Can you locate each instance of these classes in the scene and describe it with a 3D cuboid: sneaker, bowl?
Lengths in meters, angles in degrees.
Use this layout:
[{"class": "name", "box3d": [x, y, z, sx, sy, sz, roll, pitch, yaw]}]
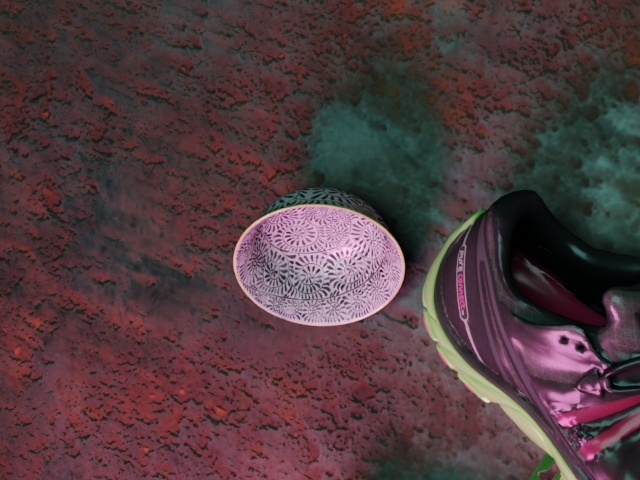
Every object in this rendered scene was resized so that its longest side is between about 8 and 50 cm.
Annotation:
[{"class": "sneaker", "box3d": [0.297, 0.137, 1.817, 0.483, 0.185, 0.202, 38, 136, 16]}, {"class": "bowl", "box3d": [0.000, 0.000, 1.998, 0.170, 0.080, 0.170, 2, 133, 2]}]

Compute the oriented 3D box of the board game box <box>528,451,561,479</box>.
[{"class": "board game box", "box3d": [0.316, 0.278, 1.878, 0.259, 0.039, 0.124, 26, 56, 18]}]
